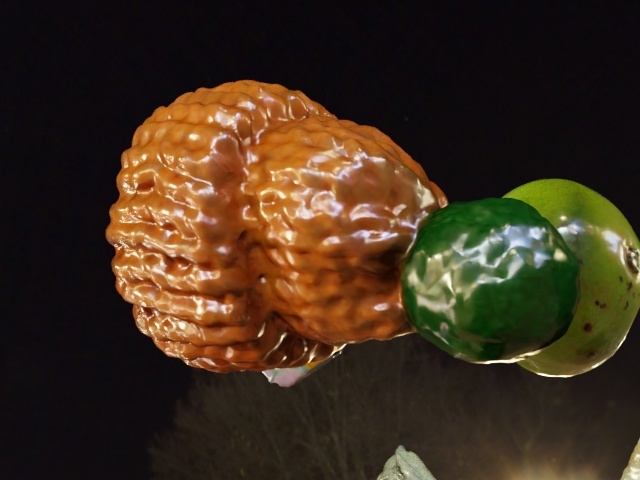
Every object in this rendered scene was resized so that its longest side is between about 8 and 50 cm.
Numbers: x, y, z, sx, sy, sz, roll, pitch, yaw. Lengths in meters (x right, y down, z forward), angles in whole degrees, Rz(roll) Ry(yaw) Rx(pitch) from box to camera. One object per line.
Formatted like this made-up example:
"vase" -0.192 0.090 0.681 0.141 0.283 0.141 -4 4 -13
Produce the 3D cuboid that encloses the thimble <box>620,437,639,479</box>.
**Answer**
"thimble" 0.437 0.286 0.877 0.291 0.195 0.292 -34 -42 -38

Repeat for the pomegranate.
"pomegranate" 0.321 0.050 1.269 0.358 0.310 0.216 -10 -30 38

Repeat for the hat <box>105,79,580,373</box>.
"hat" 0.000 0.000 0.684 0.285 0.400 0.285 -4 -84 -40

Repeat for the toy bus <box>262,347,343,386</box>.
"toy bus" -0.100 0.053 1.126 0.138 0.112 0.317 -40 -88 20

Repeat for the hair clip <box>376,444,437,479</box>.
"hair clip" 0.103 0.266 0.555 0.091 0.138 0.321 -40 -49 -11
